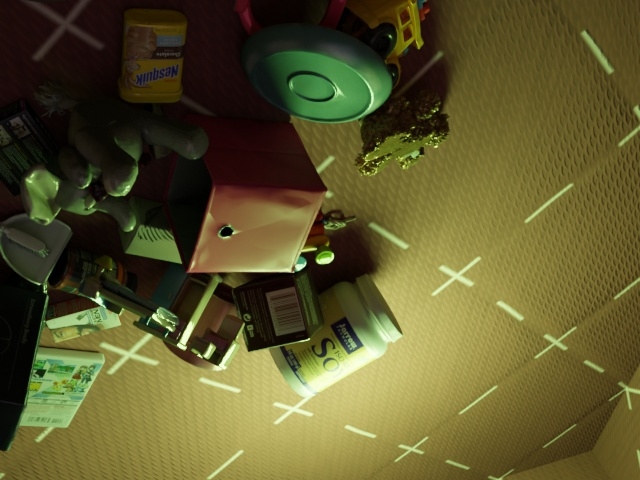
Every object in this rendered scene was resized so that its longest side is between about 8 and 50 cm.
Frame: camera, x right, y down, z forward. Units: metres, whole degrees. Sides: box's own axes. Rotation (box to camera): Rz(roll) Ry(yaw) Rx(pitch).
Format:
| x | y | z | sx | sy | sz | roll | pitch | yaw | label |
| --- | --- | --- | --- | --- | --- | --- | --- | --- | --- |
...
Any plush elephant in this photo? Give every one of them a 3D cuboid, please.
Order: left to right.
| x | y | z | sx | sy | sz | roll | pitch | yaw | label |
| --- | --- | --- | --- | --- | --- | --- | --- | --- | --- |
| -0.436 | -0.134 | 1.564 | 0.272 | 0.330 | 0.255 | -47 | 160 | -52 | plush elephant |

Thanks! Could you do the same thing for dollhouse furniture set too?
| x | y | z | sx | sy | sz | roll | pitch | yaw | label |
| --- | --- | --- | --- | --- | --- | --- | --- | --- | --- |
| -0.334 | 0.118 | 1.796 | 0.198 | 0.286 | 0.303 | -64 | 158 | -14 | dollhouse furniture set |

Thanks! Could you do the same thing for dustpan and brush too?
| x | y | z | sx | sy | sz | roll | pitch | yaw | label |
| --- | --- | --- | --- | --- | --- | --- | --- | --- | --- |
| -0.668 | -0.013 | 1.721 | 0.211 | 0.147 | 0.060 | 27 | 163 | -8 | dustpan and brush |

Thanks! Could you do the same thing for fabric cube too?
| x | y | z | sx | sy | sz | roll | pitch | yaw | label |
| --- | --- | --- | --- | --- | --- | --- | --- | --- | --- |
| -0.175 | -0.098 | 1.741 | 0.258 | 0.259 | 0.254 | 2 | 131 | -28 | fabric cube |

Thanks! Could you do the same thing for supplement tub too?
| x | y | z | sx | sy | sz | roll | pitch | yaw | label |
| --- | --- | --- | --- | --- | --- | --- | --- | --- | --- |
| -0.532 | 0.086 | 1.870 | 0.197 | 0.106 | 0.106 | 23 | 120 | -40 | supplement tub |
| 0.039 | 0.263 | 2.225 | 0.331 | 0.241 | 0.241 | -32 | 138 | 7 | supplement tub |

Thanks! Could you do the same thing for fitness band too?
| x | y | z | sx | sy | sz | roll | pitch | yaw | label |
| --- | --- | --- | --- | --- | --- | --- | --- | --- | --- |
| -0.049 | -0.489 | 1.515 | 0.208 | 0.054 | 0.291 | 13 | 129 | -13 | fitness band |

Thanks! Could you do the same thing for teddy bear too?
| x | y | z | sx | sy | sz | roll | pitch | yaw | label |
| --- | --- | --- | --- | --- | --- | --- | --- | --- | --- |
| 0.182 | -0.253 | 1.837 | 0.338 | 0.113 | 0.245 | -15 | 157 | -46 | teddy bear |

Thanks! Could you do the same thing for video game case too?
| x | y | z | sx | sy | sz | roll | pitch | yaw | label |
| --- | --- | --- | --- | --- | --- | --- | --- | --- | --- |
| -0.785 | 0.390 | 2.111 | 0.329 | 0.036 | 0.300 | 13 | 126 | -34 | video game case |

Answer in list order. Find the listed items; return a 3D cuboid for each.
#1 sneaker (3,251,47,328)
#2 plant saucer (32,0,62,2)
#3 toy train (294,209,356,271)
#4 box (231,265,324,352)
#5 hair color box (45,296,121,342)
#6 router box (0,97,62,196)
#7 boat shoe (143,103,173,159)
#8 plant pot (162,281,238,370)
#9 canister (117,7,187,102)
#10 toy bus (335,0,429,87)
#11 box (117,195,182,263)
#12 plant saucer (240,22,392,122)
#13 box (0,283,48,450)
| x | y | z | sx | sy | sz | roll | pitch | yaw | label |
| --- | --- | --- | --- | --- | --- | --- | --- | --- | --- |
| -0.689 | 0.121 | 1.836 | 0.106 | 0.101 | 0.267 | 0 | 132 | -23 | sneaker |
| -0.468 | -0.523 | 1.333 | 0.277 | 0.041 | 0.278 | -13 | 136 | -13 | plant saucer |
| 0.000 | 0.000 | 2.011 | 0.248 | 0.143 | 0.105 | -8 | 136 | -18 | toy train |
| -0.104 | 0.173 | 2.029 | 0.167 | 0.169 | 0.203 | -14 | -179 | 12 | box |
| -0.594 | 0.189 | 1.985 | 0.167 | 0.053 | 0.093 | -15 | 138 | -10 | hair color box |
| -0.609 | -0.185 | 1.603 | 0.133 | 0.046 | 0.179 | -25 | 139 | -2 | router box |
| -0.340 | -0.237 | 1.676 | 0.048 | 0.056 | 0.153 | -19 | 140 | -21 | boat shoe |
| -0.288 | 0.208 | 2.064 | 0.201 | 0.201 | 0.180 | 19 | 106 | -38 | plant pot |
| -0.326 | -0.359 | 1.543 | 0.126 | 0.073 | 0.170 | -4 | 133 | -22 | canister |
| 0.146 | -0.439 | 1.656 | 0.211 | 0.149 | 0.220 | -35 | 142 | -13 | toy bus |
| -0.328 | -0.012 | 1.867 | 0.275 | 0.113 | 0.094 | 12 | 125 | -36 | box |
| -0.013 | -0.324 | 1.614 | 0.317 | 0.044 | 0.318 | 11 | 158 | 5 | plant saucer |
| -0.817 | 0.241 | 1.681 | 0.395 | 0.294 | 0.212 | 15 | 133 | -21 | box |
